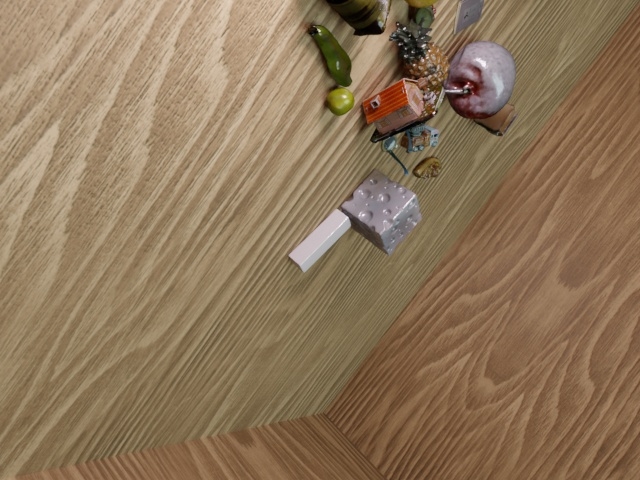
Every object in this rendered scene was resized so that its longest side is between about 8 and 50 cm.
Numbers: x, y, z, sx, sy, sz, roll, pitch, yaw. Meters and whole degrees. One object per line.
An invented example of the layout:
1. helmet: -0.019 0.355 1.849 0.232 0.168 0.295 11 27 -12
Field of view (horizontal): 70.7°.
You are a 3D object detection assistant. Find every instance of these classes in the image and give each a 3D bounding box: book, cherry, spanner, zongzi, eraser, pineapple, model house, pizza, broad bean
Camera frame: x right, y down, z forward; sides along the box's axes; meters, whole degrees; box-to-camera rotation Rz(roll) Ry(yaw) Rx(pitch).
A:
1. book: 0.602 -0.923 1.818 0.182 0.014 0.127 -37 148 -24
2. cherry: 0.684 -0.703 1.936 0.326 0.292 0.334 45 66 -51
3. spanner: 0.449 -0.499 2.084 0.046 0.012 0.208 -5 128 -52
4. zongzi: 0.115 -0.752 1.223 0.286 0.134 0.288 17 95 -55
5. eraser: -0.001 0.000 1.940 0.298 0.078 0.076 -45 150 -13
6. pineapple: 0.341 -0.674 1.609 0.340 0.169 0.169 23 104 -52
7. model house: 0.278 -0.505 1.640 0.154 0.294 0.207 45 52 -27
8. model house: 0.936 -0.653 2.423 0.172 0.183 0.166 10 115 -57
9. pizza: 0.569 -0.373 2.349 0.246 0.058 0.127 -5 127 -50
10. broad bean: 0.033 -0.567 1.369 0.325 0.067 0.075 31 67 -59

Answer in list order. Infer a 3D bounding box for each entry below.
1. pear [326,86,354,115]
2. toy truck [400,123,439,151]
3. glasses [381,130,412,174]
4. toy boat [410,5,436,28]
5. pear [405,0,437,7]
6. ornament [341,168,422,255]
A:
1. pear: 0.063 -0.466 1.502 0.097 0.092 0.092 8 118 -39
2. toy truck: 0.455 -0.474 2.036 0.178 0.080 0.115 -19 131 -30
3. glasses: 0.308 -0.386 1.844 0.088 0.220 0.189 -3 139 -4
4. toy boat: 0.353 -0.791 1.561 0.089 0.071 0.185 -12 156 17
5. pear: 0.317 -0.811 1.394 0.178 0.178 0.178 -35 147 -27
6. ornament: 0.278 -0.124 2.029 0.240 0.239 0.239 -48 150 -7
